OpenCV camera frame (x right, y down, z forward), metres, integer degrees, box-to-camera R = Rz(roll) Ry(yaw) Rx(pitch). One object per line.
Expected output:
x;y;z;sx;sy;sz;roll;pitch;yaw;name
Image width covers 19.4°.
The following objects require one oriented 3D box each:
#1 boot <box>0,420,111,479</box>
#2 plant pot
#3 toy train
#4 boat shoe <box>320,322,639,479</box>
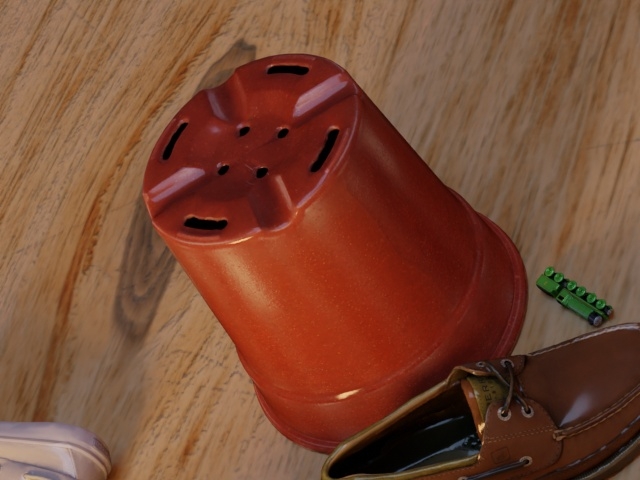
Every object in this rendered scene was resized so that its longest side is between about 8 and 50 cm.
-0.323;0.234;1.724;0.258;0.095;0.123;-5;44;29;boot
0.000;0.000;1.590;0.272;0.265;0.272;-18;46;20;plant pot
0.215;0.048;1.589;0.023;0.017;0.083;-52;43;-2;toy train
0.146;0.148;1.481;0.307;0.104;0.111;-32;42;6;boat shoe
